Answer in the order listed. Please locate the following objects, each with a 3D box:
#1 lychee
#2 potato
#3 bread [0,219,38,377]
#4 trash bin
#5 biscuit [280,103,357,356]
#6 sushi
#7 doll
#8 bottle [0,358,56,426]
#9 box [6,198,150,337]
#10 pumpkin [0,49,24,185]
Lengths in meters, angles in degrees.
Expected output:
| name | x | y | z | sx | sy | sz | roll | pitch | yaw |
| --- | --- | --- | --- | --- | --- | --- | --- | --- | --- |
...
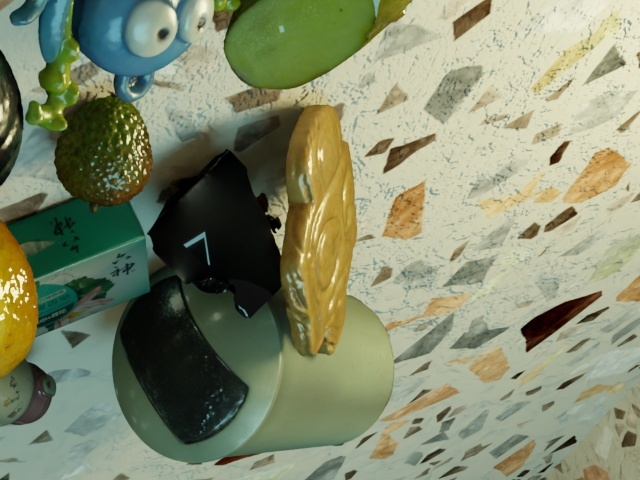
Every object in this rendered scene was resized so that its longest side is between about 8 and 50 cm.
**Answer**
| name | x | y | z | sx | sy | sz | roll | pitch | yaw |
| --- | --- | --- | --- | --- | --- | --- | --- | --- | --- |
| lychee | -0.243 | -0.094 | 1.693 | 0.114 | 0.114 | 0.146 | -9 | 129 | -36 |
| potato | 0.022 | -0.271 | 1.570 | 0.298 | 0.141 | 0.176 | -46 | -167 | 15 |
| bread | -0.432 | 0.072 | 1.668 | 0.145 | 0.268 | 0.268 | -24 | 160 | -52 |
| trash bin | -0.097 | 0.177 | 2.167 | 0.280 | 0.280 | 0.432 | -39 | 156 | 21 |
| biscuit | 0.004 | 0.000 | 1.954 | 0.051 | 0.269 | 0.376 | 6 | 130 | 14 |
| sushi | -0.129 | -0.012 | 1.913 | 0.153 | 0.150 | 0.172 | -45 | 110 | -4 |
| doll | -0.134 | -0.274 | 1.366 | 0.346 | 0.099 | 0.341 | -31 | 148 | -48 |
| bottle | -0.448 | 0.192 | 2.010 | 0.110 | 0.110 | 0.233 | -35 | 153 | 13 |
| box | -0.340 | 0.040 | 1.861 | 0.245 | 0.092 | 0.153 | -22 | 154 | -14 |
| pumpkin | -0.377 | -0.148 | 1.362 | 0.248 | 0.248 | 0.248 | -24 | 154 | -12 |
